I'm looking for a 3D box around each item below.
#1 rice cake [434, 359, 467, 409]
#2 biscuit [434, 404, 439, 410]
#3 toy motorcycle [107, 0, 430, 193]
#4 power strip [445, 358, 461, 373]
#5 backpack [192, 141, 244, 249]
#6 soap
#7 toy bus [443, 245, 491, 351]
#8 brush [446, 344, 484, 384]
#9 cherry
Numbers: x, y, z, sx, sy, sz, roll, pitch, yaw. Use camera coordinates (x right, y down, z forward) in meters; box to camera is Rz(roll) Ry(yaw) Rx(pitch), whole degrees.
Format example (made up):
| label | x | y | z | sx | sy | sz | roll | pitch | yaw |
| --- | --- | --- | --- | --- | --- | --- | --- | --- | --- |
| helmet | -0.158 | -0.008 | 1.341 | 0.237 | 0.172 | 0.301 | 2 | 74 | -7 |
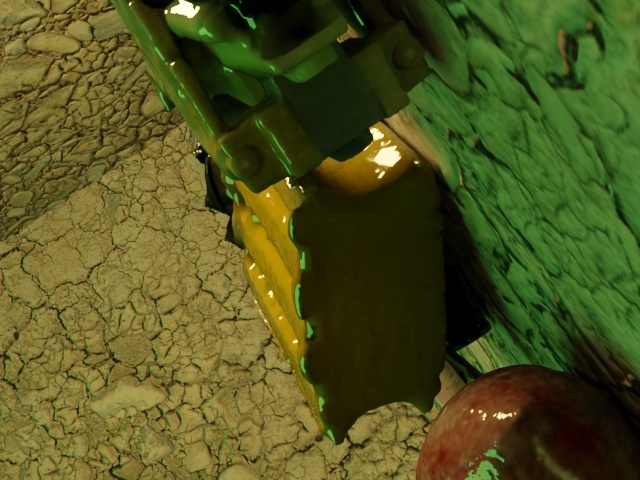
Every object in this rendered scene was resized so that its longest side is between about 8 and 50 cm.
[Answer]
| label | x | y | z | sx | sy | sz | roll | pitch | yaw |
| --- | --- | --- | --- | --- | --- | --- | --- | --- | --- |
| rice cake | 0.235 | 0.282 | 1.519 | 0.399 | 0.070 | 0.064 | 51 | 168 | 9 |
| biscuit | 0.203 | 0.232 | 1.771 | 0.350 | 0.078 | 0.455 | 48 | -174 | -49 |
| toy motorcycle | -0.060 | -0.164 | 0.627 | 0.237 | 0.168 | 0.410 | 56 | 178 | -15 |
| power strip | 0.224 | 0.198 | 1.552 | 0.136 | 0.019 | 0.051 | 58 | 175 | -32 |
| backpack | -0.091 | -0.077 | 1.648 | 0.364 | 0.254 | 0.446 | 63 | 180 | -7 |
| soap | 0.000 | 0.000 | 0.905 | 0.335 | 0.156 | 0.294 | -128 | 25 | -58 |
| toy bus | 0.135 | 0.058 | 0.960 | 0.123 | 0.060 | 0.075 | 58 | -179 | -7 |
| brush | 0.196 | 0.171 | 0.849 | 0.301 | 0.071 | 0.084 | 41 | 162 | 43 |
| cherry | 0.166 | 0.186 | 0.648 | 0.192 | 0.175 | 0.250 | 42 | 167 | 41 |
